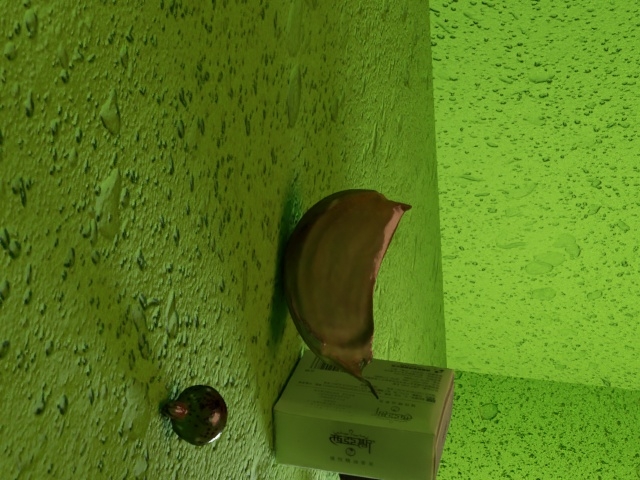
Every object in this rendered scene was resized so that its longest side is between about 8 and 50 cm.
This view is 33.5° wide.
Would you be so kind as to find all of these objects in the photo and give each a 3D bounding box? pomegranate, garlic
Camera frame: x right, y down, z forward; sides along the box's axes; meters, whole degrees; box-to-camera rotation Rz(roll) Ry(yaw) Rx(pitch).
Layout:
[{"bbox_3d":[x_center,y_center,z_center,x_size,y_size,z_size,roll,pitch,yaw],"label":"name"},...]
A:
[{"bbox_3d":[-0.149,0.204,1.277,0.073,0.073,0.084,-73,147,-42],"label":"pomegranate"},{"bbox_3d":[0.025,0.074,1.710,0.151,0.196,0.338,37,60,-56],"label":"garlic"}]

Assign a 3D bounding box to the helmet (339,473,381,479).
[{"bbox_3d":[0.134,0.456,2.286,0.271,0.197,0.338,83,24,-69],"label":"helmet"}]

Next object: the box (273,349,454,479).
[{"bbox_3d":[0.078,0.297,1.813,0.203,0.274,0.116,-59,152,-62],"label":"box"}]
